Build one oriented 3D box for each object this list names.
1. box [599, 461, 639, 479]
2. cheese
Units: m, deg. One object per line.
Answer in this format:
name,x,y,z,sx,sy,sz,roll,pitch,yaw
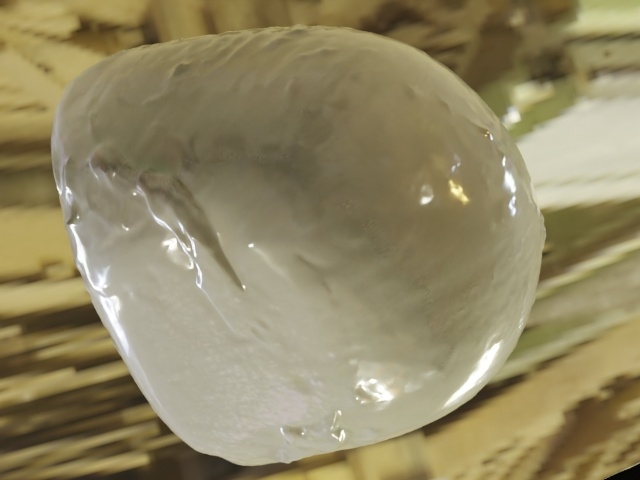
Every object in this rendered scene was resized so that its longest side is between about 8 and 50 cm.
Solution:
box,0.013,0.114,0.245,0.289,0.073,0.290,-28,-172,1
cheese,0.000,0.000,0.821,0.189,0.198,0.154,-1,-144,43
